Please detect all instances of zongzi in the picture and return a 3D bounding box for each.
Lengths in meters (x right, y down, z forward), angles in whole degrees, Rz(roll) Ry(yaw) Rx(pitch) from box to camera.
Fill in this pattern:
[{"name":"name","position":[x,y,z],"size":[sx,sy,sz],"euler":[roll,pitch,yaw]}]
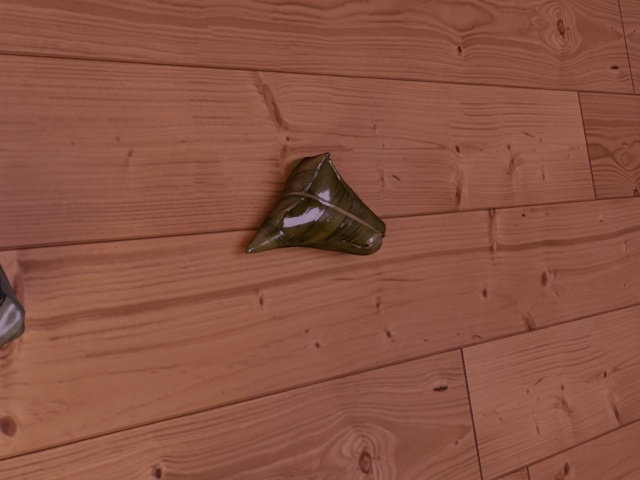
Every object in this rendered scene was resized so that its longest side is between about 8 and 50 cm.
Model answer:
[{"name":"zongzi","position":[0.001,0.002,1.408],"size":[0.205,0.094,0.204],"euler":[47,59,-26]}]

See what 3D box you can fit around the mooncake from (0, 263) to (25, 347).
[{"name":"mooncake","position":[-0.461,0.048,0.960],"size":[0.254,0.136,0.250],"euler":[-35,102,-40]}]
